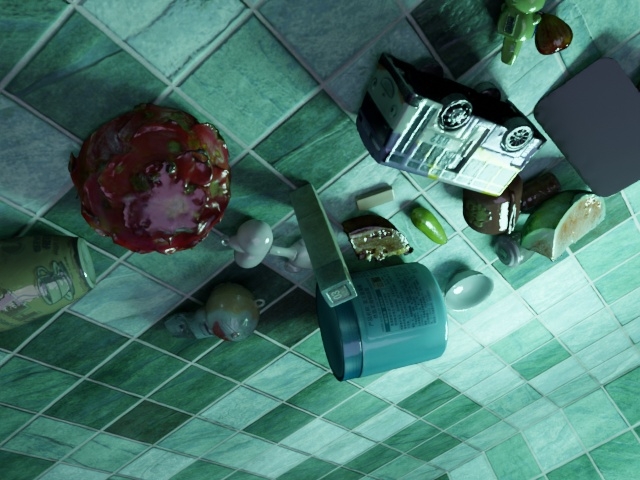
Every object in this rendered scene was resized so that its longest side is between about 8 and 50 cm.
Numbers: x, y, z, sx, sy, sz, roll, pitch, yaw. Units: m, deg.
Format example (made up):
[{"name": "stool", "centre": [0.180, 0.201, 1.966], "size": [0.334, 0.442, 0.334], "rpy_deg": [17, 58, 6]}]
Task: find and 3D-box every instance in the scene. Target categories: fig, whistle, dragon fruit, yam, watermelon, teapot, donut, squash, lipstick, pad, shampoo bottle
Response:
[{"name": "fig", "centre": [0.559, -0.520, 1.358], "size": [0.088, 0.089, 0.125], "rpy_deg": [-29, 112, 9]}, {"name": "whistle", "centre": [-0.329, 0.248, 1.724], "size": [0.347, 0.189, 0.189], "rpy_deg": [-19, 137, 14]}, {"name": "dragon fruit", "centre": [-0.385, -0.110, 1.310], "size": [0.386, 0.249, 0.371], "rpy_deg": [2, 127, -23]}, {"name": "yam", "centre": [0.670, -0.152, 1.743], "size": [0.141, 0.079, 0.079], "rpy_deg": [-29, 135, 5]}, {"name": "watermelon", "centre": [0.784, -0.069, 1.774], "size": [0.305, 0.180, 0.224], "rpy_deg": [-29, 180, -24]}, {"name": "teapot", "centre": [0.680, 0.032, 1.900], "size": [0.146, 0.116, 0.148], "rpy_deg": [-21, 133, -14]}, {"name": "donut", "centre": [0.166, -0.018, 1.662], "size": [0.186, 0.126, 0.144], "rpy_deg": [-19, 129, -7]}, {"name": "squash", "centre": [0.345, -0.041, 1.742], "size": [0.066, 0.066, 0.201], "rpy_deg": [-37, 134, 16]}, {"name": "whistle", "centre": [0.468, -0.521, 1.305], "size": [0.085, 0.105, 0.227], "rpy_deg": [-35, 144, -29]}, {"name": "lipstick", "centre": [0.000, 0.000, 1.441], "size": [0.076, 0.372, 0.080], "rpy_deg": [-25, 135, 6]}, {"name": "pad", "centre": [0.774, -0.299, 1.587], "size": [0.315, 0.063, 0.375], "rpy_deg": [-35, 107, 30]}, {"name": "shampoo bottle", "centre": [0.188, 0.250, 1.781], "size": [0.342, 0.331, 0.331], "rpy_deg": [-11, 135, -12]}]

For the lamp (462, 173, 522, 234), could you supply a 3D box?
[{"name": "lamp", "centre": [0.511, -0.116, 1.647], "size": [0.180, 0.180, 0.258], "rpy_deg": [-18, 135, -2]}]

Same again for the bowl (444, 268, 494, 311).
[{"name": "bowl", "centre": [0.511, 0.160, 1.979], "size": [0.188, 0.086, 0.189], "rpy_deg": [-10, 133, -11]}]

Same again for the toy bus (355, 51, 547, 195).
[{"name": "toy bus", "centre": [0.310, -0.279, 1.402], "size": [0.439, 0.209, 0.249], "rpy_deg": [10, 130, -29]}]

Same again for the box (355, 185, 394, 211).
[{"name": "box", "centre": [0.159, -0.123, 1.627], "size": [0.115, 0.025, 0.048], "rpy_deg": [-20, 131, 0]}]

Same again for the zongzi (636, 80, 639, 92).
[{"name": "zongzi", "centre": [0.891, -0.349, 1.584], "size": [0.322, 0.160, 0.360], "rpy_deg": [-31, 125, 13]}]

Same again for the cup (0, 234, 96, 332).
[{"name": "cup", "centre": [-0.716, 0.106, 1.432], "size": [0.256, 0.228, 0.301], "rpy_deg": [-13, 164, -13]}]

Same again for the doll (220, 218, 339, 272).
[{"name": "doll", "centre": [-0.118, 0.027, 1.626], "size": [0.365, 0.094, 0.160], "rpy_deg": [13, 130, -29]}]
